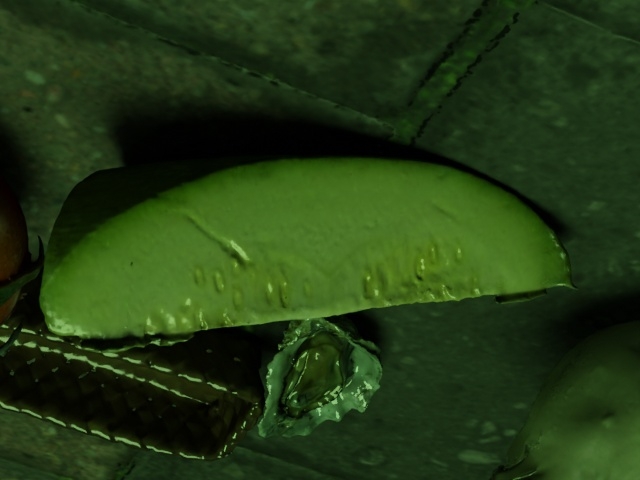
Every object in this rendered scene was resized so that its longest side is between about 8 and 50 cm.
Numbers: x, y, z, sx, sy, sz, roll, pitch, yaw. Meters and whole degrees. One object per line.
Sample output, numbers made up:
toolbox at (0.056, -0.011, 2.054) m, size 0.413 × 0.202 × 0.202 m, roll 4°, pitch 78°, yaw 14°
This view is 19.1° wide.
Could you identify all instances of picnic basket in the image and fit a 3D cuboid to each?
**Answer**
picnic basket at (-0.132, 0.077, 1.193) m, size 0.193 × 0.055 × 0.110 m, roll 20°, pitch 143°, yaw -14°

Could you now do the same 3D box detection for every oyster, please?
oyster at (-0.008, 0.081, 1.172) m, size 0.100 × 0.037 × 0.098 m, roll -44°, pitch 140°, yaw 22°

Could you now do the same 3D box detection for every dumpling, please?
dumpling at (0.178, 0.120, 1.114) m, size 0.199 × 0.118 × 0.136 m, roll -34°, pitch 143°, yaw -2°

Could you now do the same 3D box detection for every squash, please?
squash at (0.000, 0.000, 1.007) m, size 0.252 × 0.093 × 0.169 m, roll -1°, pitch -172°, yaw 15°

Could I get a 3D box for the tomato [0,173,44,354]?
tomato at (-0.244, 0.012, 1.052) m, size 0.167 × 0.167 × 0.167 m, roll 6°, pitch 145°, yaw 4°
